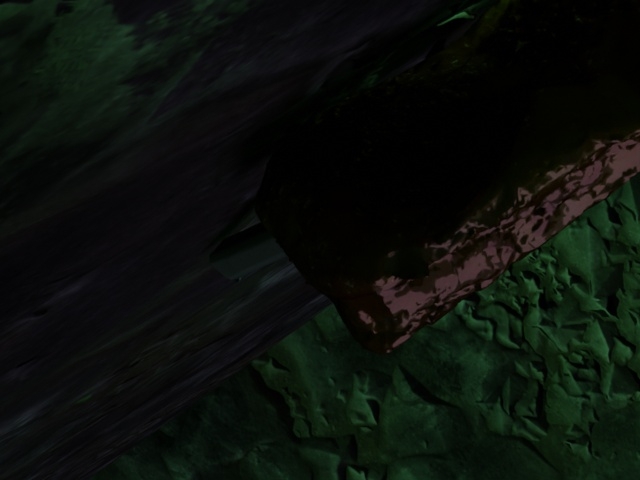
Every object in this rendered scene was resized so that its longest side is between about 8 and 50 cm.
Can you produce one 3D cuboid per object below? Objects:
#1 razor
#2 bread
[{"bbox_3d":[-0.008,-0.008,1.236,0.278,0.056,0.111,-11,-144,56],"label":"razor"},{"bbox_3d":[0.139,-0.089,1.047,0.380,0.109,0.185,-35,-150,-6],"label":"bread"}]
